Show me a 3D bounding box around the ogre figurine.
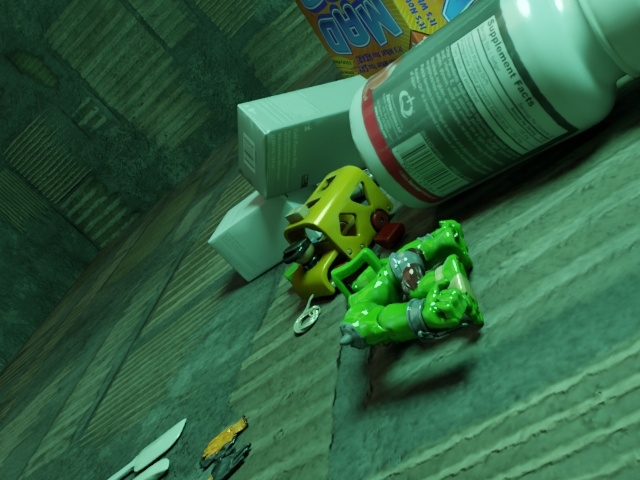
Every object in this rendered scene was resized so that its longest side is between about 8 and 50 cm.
[{"bbox_3d":[0.080,0.041,0.602,0.118,0.097,0.197,-24,35,20],"label":"ogre figurine"}]

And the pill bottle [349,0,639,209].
[{"bbox_3d":[0.198,-0.172,0.696,0.318,0.176,0.176,-28,23,40],"label":"pill bottle"}]

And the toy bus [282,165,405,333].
[{"bbox_3d":[0.003,-0.007,0.862,0.191,0.104,0.202,-40,17,12],"label":"toy bus"}]

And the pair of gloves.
[{"bbox_3d":[-0.105,0.231,0.701,0.074,0.010,0.083,-43,18,1],"label":"pair of gloves"}]

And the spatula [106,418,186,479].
[{"bbox_3d":[-0.272,0.336,0.810,0.242,0.019,0.168,-38,19,16],"label":"spatula"}]

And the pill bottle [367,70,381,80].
[{"bbox_3d":[0.130,-0.244,1.122,0.112,0.112,0.186,-48,18,-14],"label":"pill bottle"}]

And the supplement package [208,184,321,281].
[{"bbox_3d":[-0.084,-0.029,1.101,0.179,0.105,0.105,-32,20,33],"label":"supplement package"}]

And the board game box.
[{"bbox_3d":[0.167,-0.595,1.349,0.356,0.356,0.356,-42,22,-15],"label":"board game box"}]

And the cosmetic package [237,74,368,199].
[{"bbox_3d":[-0.008,-0.167,1.024,0.238,0.127,0.107,-20,45,-25],"label":"cosmetic package"}]

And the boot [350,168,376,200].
[{"bbox_3d":[0.057,-0.092,1.062,0.087,0.042,0.118,-35,16,2],"label":"boot"}]
